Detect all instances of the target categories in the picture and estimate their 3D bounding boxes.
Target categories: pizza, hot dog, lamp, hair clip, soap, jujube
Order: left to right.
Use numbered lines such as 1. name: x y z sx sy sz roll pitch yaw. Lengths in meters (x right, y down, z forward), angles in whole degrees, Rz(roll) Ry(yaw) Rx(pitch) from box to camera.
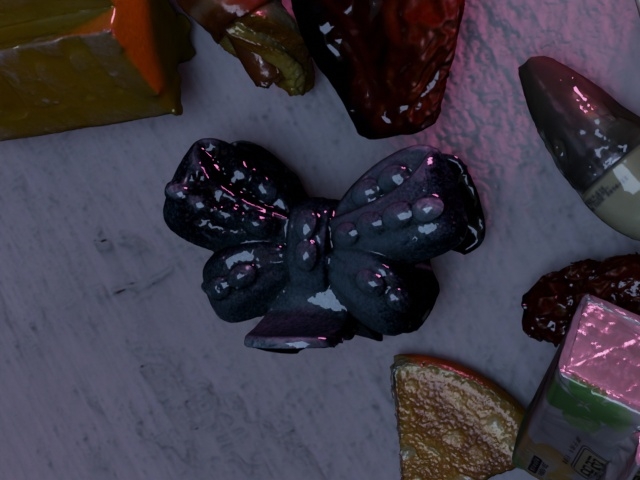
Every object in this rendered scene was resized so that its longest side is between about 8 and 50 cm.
1. soap: -0.303 -0.224 1.317 0.281 0.143 0.259 -7 140 23
2. hot dog: -0.099 -0.251 1.303 0.093 0.123 0.261 -29 91 -3
3. hair clip: 0.003 0.006 1.302 0.310 0.194 0.206 5 90 20
4. jujube: 0.058 -0.210 1.245 0.168 0.168 0.236 -4 106 19
5. pizza: 0.142 0.216 1.361 0.185 0.036 0.176 19 108 12
6. jujube: 0.275 0.059 1.256 0.166 0.104 0.104 5 102 32
7. lamp: 0.276 -0.076 1.225 0.101 0.101 0.250 -43 79 21

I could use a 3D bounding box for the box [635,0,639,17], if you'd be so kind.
1. box: 0.347 -0.213 1.119 0.141 0.201 0.058 -16 99 22

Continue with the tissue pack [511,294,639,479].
1. tissue pack: 0.265 0.183 1.194 0.159 0.145 0.229 25 151 10
